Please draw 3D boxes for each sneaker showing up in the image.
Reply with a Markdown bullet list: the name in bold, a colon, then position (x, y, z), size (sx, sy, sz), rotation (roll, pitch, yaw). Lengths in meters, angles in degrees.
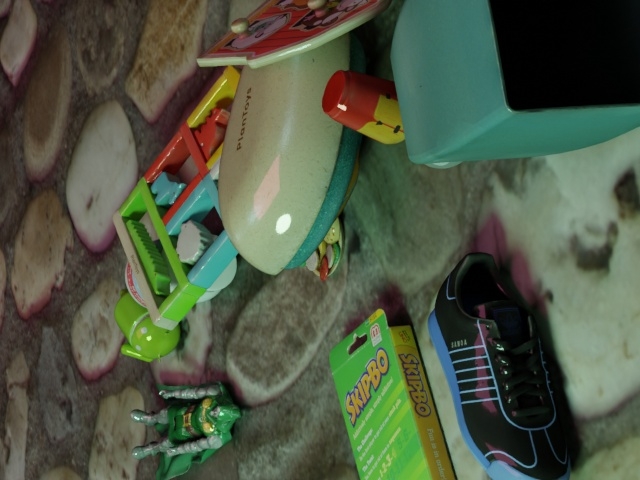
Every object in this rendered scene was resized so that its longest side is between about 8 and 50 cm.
- **sneaker**: position (0.158, 0.115, 1.471), size (0.090, 0.081, 0.232), rotation (108, 146, -44)

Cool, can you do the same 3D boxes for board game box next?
- **board game box**: position (0.076, 0.205, 1.669), size (0.124, 0.039, 0.259), rotation (-44, 58, 52)

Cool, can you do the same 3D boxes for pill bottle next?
- **pill bottle**: position (-0.164, 0.035, 2.018), size (0.160, 0.087, 0.087), rotation (-14, 80, 60)

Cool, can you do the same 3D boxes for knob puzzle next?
- **knob puzzle**: position (-0.010, -0.229, 1.646), size (0.213, 0.213, 0.030), rotation (20, 141, 58)

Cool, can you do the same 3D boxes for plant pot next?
- **plant pot**: position (0.158, -0.149, 1.385), size (0.234, 0.165, 0.165), rotation (144, 118, -65)

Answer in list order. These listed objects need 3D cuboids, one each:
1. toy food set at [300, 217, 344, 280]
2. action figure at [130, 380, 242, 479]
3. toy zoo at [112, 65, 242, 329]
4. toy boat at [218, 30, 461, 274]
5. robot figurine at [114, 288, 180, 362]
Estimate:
- **toy food set**: position (0.000, 0.000, 1.798), size (0.083, 0.020, 0.082), rotation (15, 105, 58)
- **action figure**: position (-0.161, 0.221, 2.060), size (0.232, 0.063, 0.137), rotation (-24, 68, 55)
- **toy zoo**: position (-0.121, -0.065, 1.908), size (0.293, 0.030, 0.192), rotation (-50, 43, 22)
- **toy boat**: position (0.017, -0.096, 1.645), size (0.318, 0.148, 0.267), rotation (-12, 64, 62)
- **robot figurine**: position (-0.218, 0.103, 2.136), size (0.115, 0.067, 0.101), rotation (49, 131, 47)
